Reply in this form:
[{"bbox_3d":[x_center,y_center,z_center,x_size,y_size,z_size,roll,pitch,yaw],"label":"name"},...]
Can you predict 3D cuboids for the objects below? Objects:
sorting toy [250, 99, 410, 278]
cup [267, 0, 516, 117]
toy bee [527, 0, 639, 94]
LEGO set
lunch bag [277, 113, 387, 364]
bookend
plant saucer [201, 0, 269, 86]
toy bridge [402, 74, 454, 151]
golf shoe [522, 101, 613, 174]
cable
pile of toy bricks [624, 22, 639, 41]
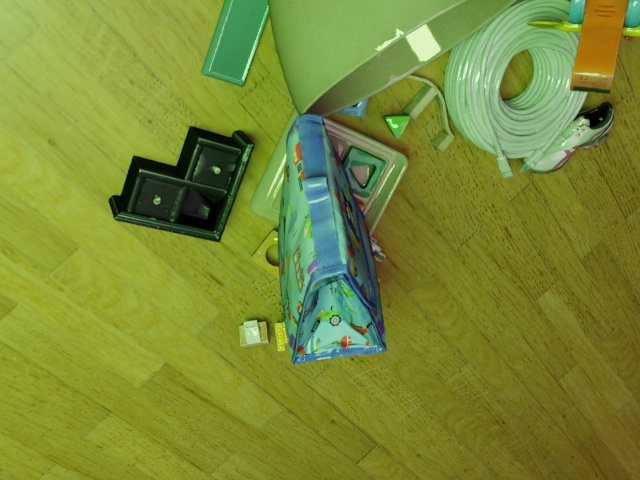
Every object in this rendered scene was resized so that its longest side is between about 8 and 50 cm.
[{"bbox_3d":[0.013,-0.083,1.076,0.196,0.047,0.347,24,105,-11],"label":"sorting toy"},{"bbox_3d":[0.061,-0.333,0.877,0.331,0.331,0.237,-30,91,-8],"label":"cup"},{"bbox_3d":[0.421,-0.327,1.007,0.298,0.195,0.162,-56,157,-2],"label":"toy bee"},{"bbox_3d":[0.001,0.108,1.198,0.287,0.107,0.132,-42,90,6],"label":"LEGO set"},{"bbox_3d":[0.000,0.000,0.894,0.138,0.220,0.293,-8,151,2],"label":"lunch bag"},{"bbox_3d":[-0.197,-0.094,0.997,0.156,0.072,0.157,14,108,-29],"label":"bookend"},{"bbox_3d":[-0.103,-0.308,0.965,0.067,0.018,0.192,13,110,-29],"label":"plant saucer"},{"bbox_3d":[0.159,-0.223,1.121,0.063,0.026,0.188,-48,124,1],"label":"toy bridge"},{"bbox_3d":[0.430,-0.184,1.229,0.186,0.067,0.086,-30,149,-14],"label":"golf shoe"},{"bbox_3d":[0.324,-0.264,1.140,0.257,0.089,0.257,-44,124,0],"label":"cable"},{"bbox_3d":[0.485,-0.431,1.129,0.105,0.118,0.212,19,119,3],"label":"pile of toy bricks"}]
